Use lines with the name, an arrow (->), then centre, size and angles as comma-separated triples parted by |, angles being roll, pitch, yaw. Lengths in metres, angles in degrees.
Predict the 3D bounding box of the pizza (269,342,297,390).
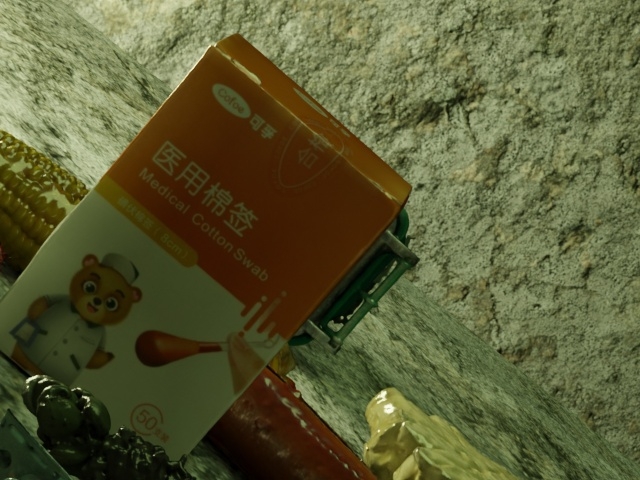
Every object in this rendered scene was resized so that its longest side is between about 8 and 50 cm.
pizza -> -0.104, 0.118, 1.916 | 0.189, 0.071, 0.297 | 42, 9, 2

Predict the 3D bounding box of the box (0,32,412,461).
box -> -0.107, 0.012, 1.506 | 0.225, 0.341, 0.143 | 41, 7, -2

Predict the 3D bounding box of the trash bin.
trash bin -> 0.000, 0.000, 2.397 | 0.295, 0.259, 0.381 | 42, 5, 11

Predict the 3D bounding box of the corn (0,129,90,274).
corn -> -0.271, -0.011, 1.689 | 0.363, 0.120, 0.120 | 38, 8, -9

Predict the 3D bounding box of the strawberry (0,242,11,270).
strawberry -> -0.321, 0.018, 1.482 | 0.083, 0.073, 0.073 | 19, -2, 25

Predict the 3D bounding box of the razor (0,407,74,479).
razor -> -0.238, 0.173, 1.076 | 0.106, 0.068, 0.232 | 43, 13, 17

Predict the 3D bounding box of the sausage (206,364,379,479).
sausage -> -0.022, 0.217, 1.666 | 0.330, 0.102, 0.102 | 45, 9, 25

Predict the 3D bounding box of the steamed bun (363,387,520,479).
steamed bun -> 0.146, 0.302, 1.889 | 0.295, 0.137, 0.292 | 37, 8, 17

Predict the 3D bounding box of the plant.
plant -> -0.169, 0.173, 1.331 | 0.174, 0.087, 0.085 | 44, -23, -16
